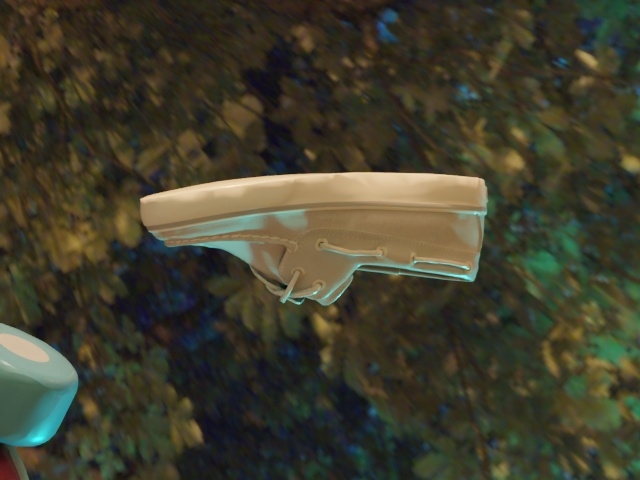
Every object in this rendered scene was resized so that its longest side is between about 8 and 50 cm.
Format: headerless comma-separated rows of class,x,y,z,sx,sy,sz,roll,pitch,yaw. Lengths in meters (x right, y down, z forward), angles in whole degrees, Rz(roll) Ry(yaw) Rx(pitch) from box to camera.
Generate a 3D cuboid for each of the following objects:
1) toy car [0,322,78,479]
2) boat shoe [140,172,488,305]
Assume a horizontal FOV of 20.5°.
toy car,-0.269,0.128,0.842,0.210,0.238,0.219,29,-81,14
boat shoe,0.000,0.000,0.855,0.184,0.066,0.063,-2,-90,-36
